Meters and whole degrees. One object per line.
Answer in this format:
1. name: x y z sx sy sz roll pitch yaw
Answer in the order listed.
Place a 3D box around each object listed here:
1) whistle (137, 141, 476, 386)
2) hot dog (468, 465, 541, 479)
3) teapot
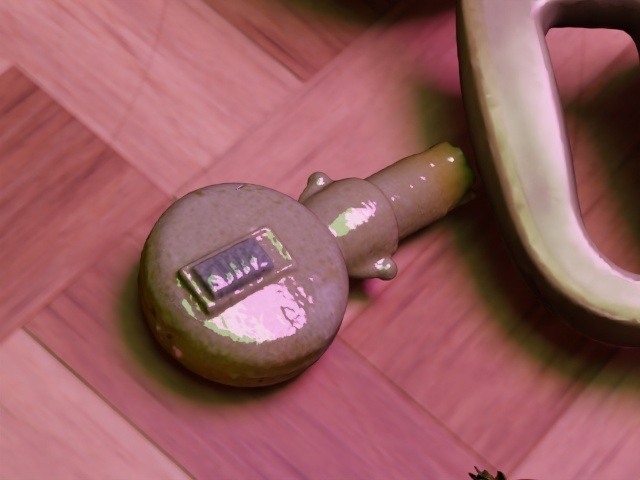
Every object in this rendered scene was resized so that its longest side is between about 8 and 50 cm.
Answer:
1. whistle: 0.000 0.000 0.897 0.198 0.057 0.104 -27 71 -28
2. hot dog: 0.134 0.177 0.825 0.188 0.055 0.072 38 53 9
3. teapot: 0.257 -0.062 0.908 0.321 0.239 0.239 7 72 -26
